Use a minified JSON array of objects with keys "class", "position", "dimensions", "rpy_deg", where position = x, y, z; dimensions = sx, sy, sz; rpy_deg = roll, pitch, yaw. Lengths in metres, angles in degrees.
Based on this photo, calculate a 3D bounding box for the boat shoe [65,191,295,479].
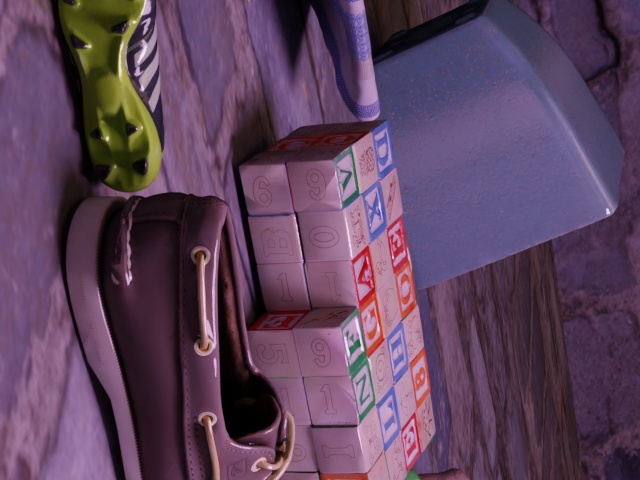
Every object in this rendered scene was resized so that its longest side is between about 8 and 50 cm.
[{"class":"boat shoe","position":[-0.073,0.115,1.029],"dimensions":[0.116,0.096,0.324],"rpy_deg":[-69,150,-59]}]

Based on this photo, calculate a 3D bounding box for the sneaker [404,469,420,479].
[{"class":"sneaker","position":[0.080,0.345,1.473],"dimensions":[0.109,0.123,0.295],"rpy_deg":[67,23,-49]}]

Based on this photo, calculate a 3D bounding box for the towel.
[{"class":"towel","position":[0.003,-0.267,1.411],"dimensions":[0.285,0.034,0.209],"rpy_deg":[78,-4,-46]}]

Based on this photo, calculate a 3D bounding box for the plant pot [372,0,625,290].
[{"class":"plant pot","position":[0.179,-0.134,1.806],"dimensions":[0.252,0.247,0.248],"rpy_deg":[63,20,-13]}]

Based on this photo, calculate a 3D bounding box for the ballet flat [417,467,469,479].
[{"class":"ballet flat","position":[0.167,0.329,1.812],"dimensions":[0.316,0.106,0.108],"rpy_deg":[51,18,-66]}]

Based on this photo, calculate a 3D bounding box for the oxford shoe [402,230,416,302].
[{"class":"oxford shoe","position":[0.043,0.067,1.455],"dimensions":[0.076,0.076,0.212],"rpy_deg":[-116,-154,-56]}]

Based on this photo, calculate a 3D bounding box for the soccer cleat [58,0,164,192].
[{"class":"soccer cleat","position":[-0.128,-0.120,0.998],"dimensions":[0.072,0.060,0.179],"rpy_deg":[-78,166,-73]}]

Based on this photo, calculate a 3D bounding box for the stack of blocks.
[{"class":"stack of blocks","position":[0.012,0.064,1.340],"dimensions":[0.171,0.087,0.297],"rpy_deg":[-41,125,-61]}]
